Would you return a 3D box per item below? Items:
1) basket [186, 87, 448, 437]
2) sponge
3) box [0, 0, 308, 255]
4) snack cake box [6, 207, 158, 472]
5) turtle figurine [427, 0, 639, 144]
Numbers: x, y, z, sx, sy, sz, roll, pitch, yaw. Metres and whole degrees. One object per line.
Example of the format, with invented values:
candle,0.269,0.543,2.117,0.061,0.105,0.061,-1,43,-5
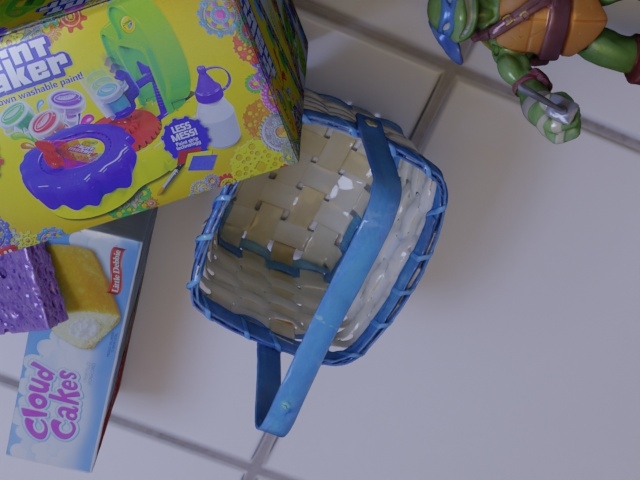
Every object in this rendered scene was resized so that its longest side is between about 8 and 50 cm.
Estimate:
basket,0.000,0.000,1.336,0.201,0.289,0.254,23,116,-10
sponge,-0.333,0.032,1.378,0.210,0.031,0.117,-7,104,31
box,-0.177,-0.153,1.268,0.290,0.279,0.177,-17,115,10
snack cake box,-0.225,0.070,1.455,0.089,0.152,0.264,13,116,-5
turtle figurine,0.242,-0.187,1.269,0.266,0.197,0.274,0,161,-18
